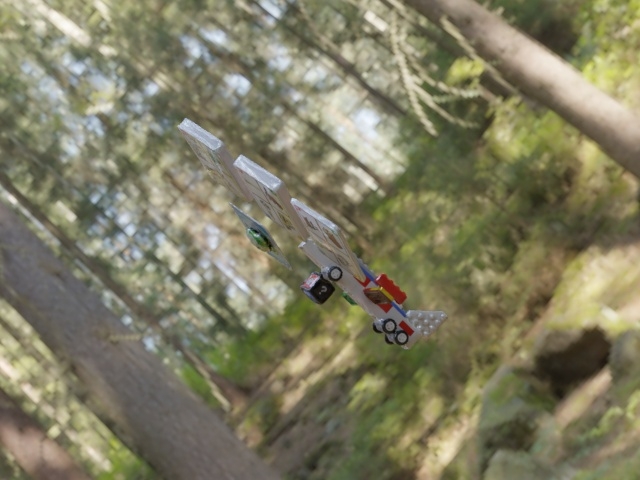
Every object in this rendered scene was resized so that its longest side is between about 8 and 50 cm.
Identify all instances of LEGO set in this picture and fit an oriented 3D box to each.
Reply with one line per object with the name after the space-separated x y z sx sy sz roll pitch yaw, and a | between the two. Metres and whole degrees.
0.000 0.000 0.969 0.060 0.182 0.244 -47 -35 -12 | LEGO set
